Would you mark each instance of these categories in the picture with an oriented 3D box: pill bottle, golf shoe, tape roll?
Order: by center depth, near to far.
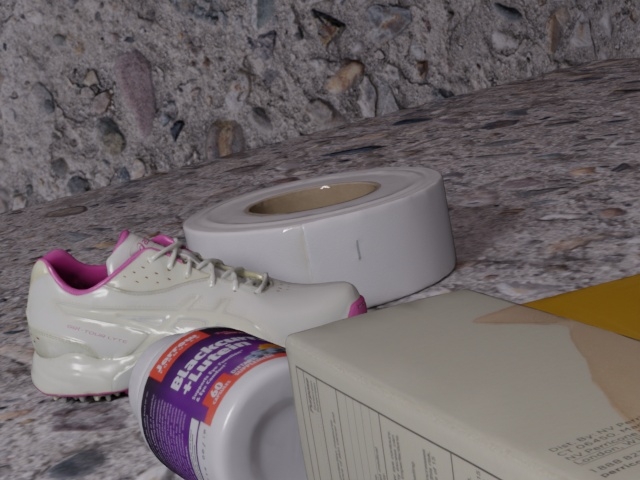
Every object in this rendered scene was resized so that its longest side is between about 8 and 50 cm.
[{"bbox_3d":[-0.058,0.115,0.856,0.108,0.108,0.193,-17,13,-26],"label":"pill bottle"},{"bbox_3d":[-0.115,0.054,1.131,0.306,0.140,0.115,-9,10,3],"label":"golf shoe"},{"bbox_3d":[0.000,0.000,1.378,0.286,0.100,0.286,-10,11,2],"label":"tape roll"}]

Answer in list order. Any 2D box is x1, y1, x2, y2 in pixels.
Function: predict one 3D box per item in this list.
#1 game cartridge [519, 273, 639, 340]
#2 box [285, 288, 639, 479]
[{"bbox_3d":[0.290,0.072,0.902,0.285,0.052,0.324,-13,9,-9],"label":"game cartridge"},{"bbox_3d":[0.101,0.122,0.588,0.121,0.148,0.311,-14,13,-20],"label":"box"}]
